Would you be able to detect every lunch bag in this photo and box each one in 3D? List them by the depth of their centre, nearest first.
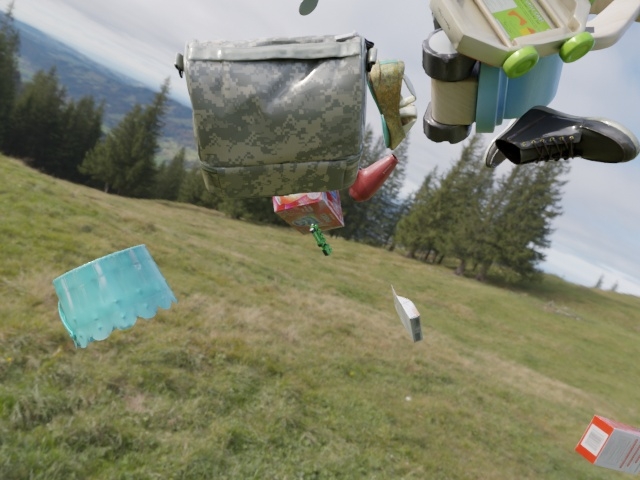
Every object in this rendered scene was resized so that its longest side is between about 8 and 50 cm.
[{"bbox_3d":[-0.068,-0.224,0.820,0.306,0.212,0.256,-3,-26,-3],"label":"lunch bag"}]

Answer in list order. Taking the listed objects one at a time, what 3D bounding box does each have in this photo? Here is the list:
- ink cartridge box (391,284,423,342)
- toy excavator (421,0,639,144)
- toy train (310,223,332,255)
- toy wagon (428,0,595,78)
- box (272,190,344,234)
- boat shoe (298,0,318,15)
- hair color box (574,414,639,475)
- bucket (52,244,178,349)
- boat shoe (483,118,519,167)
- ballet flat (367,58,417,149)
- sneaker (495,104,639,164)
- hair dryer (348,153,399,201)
[{"bbox_3d":[0.317,0.263,1.771,0.045,0.145,0.179,-18,40,-2],"label":"ink cartridge box"},{"bbox_3d":[0.460,-0.404,1.016,0.446,0.432,0.222,7,-35,16],"label":"toy excavator"},{"bbox_3d":[0.000,0.000,1.076,0.017,0.023,0.083,-12,-58,37],"label":"toy train"},{"bbox_3d":[0.373,-0.425,0.863,0.345,0.267,0.068,-18,-19,-15],"label":"toy wagon"},{"bbox_3d":[-0.029,-0.109,1.221,0.123,0.128,0.257,-11,-14,12],"label":"box"},{"bbox_3d":[-0.036,-0.925,1.775,0.065,0.183,0.083,0,59,-29],"label":"boat shoe"},{"bbox_3d":[0.646,0.448,1.056,0.167,0.093,0.053,23,7,-24],"label":"hair color box"},{"bbox_3d":[-0.534,0.140,1.256,0.281,0.281,0.183,-39,105,-83],"label":"bucket"},{"bbox_3d":[0.634,-0.329,1.613,0.069,0.227,0.081,35,-5,47],"label":"boat shoe"},{"bbox_3d":[0.204,-0.356,1.300,0.123,0.123,0.348,26,-12,25],"label":"ballet flat"},{"bbox_3d":[0.435,-0.165,0.869,0.222,0.118,0.083,36,-21,48],"label":"sneaker"},{"bbox_3d":[0.101,-0.216,1.516,0.294,0.223,0.080,-8,39,4],"label":"hair dryer"}]
